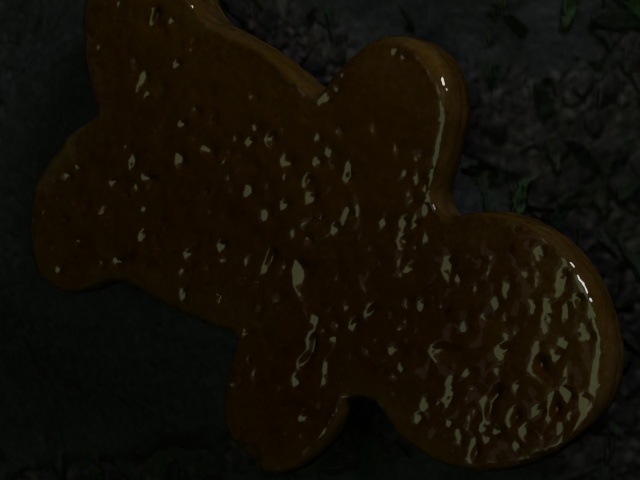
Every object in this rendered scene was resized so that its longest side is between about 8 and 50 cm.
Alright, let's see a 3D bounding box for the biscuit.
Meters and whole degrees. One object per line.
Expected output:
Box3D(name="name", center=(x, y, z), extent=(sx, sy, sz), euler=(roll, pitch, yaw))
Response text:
Box3D(name="biscuit", center=(0.001, -0.001, 1.069), extent=(0.432, 0.064, 0.283), euler=(28, 106, 29))
